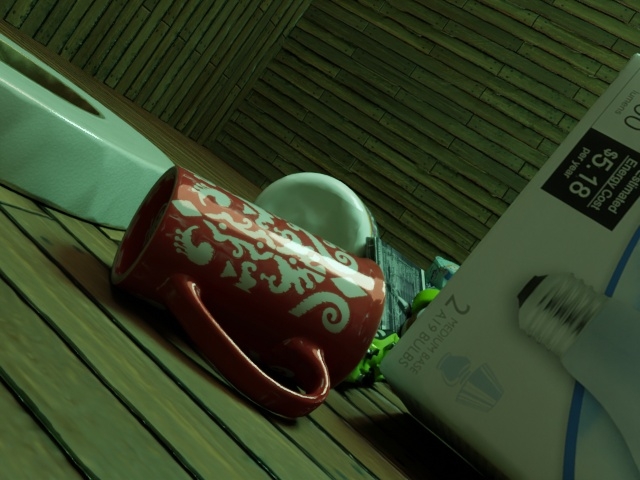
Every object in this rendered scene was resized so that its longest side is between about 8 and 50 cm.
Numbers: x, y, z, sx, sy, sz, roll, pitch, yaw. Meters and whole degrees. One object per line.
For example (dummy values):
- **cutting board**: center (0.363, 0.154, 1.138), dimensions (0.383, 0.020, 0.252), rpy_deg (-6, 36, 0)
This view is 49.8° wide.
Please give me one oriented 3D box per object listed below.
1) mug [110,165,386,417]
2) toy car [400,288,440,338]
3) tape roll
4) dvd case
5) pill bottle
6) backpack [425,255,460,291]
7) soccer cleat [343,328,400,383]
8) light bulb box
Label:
- **mug**: center (-0.046, 0.031, 0.480), dimensions (0.169, 0.113, 0.150), rpy_deg (31, 3, -24)
- **toy car**: center (0.203, 0.106, 0.811), dimensions (0.149, 0.188, 0.155), rpy_deg (39, 32, -13)
- **tape roll**: center (-0.312, -0.148, 0.643), dimensions (0.392, 0.072, 0.392), rpy_deg (36, 3, -2)
- **dvd case**: center (0.105, 0.099, 0.889), dimensions (0.018, 0.165, 0.221), rpy_deg (-9, -17, 23)
- **pill bottle**: center (0.000, 0.000, 0.972), dimensions (0.162, 0.162, 0.278), rpy_deg (36, 3, 8)
- **backpack**: center (0.240, 0.146, 1.307), dimensions (0.225, 0.191, 0.253), rpy_deg (34, -2, -13)
- **soccer cleat**: center (0.034, 0.108, 0.689), dimensions (0.072, 0.060, 0.179), rpy_deg (23, -1, 20)
- **light bulb box**: center (0.308, 0.107, 0.579), dimensions (0.361, 0.358, 0.225), rpy_deg (37, -8, 25)
